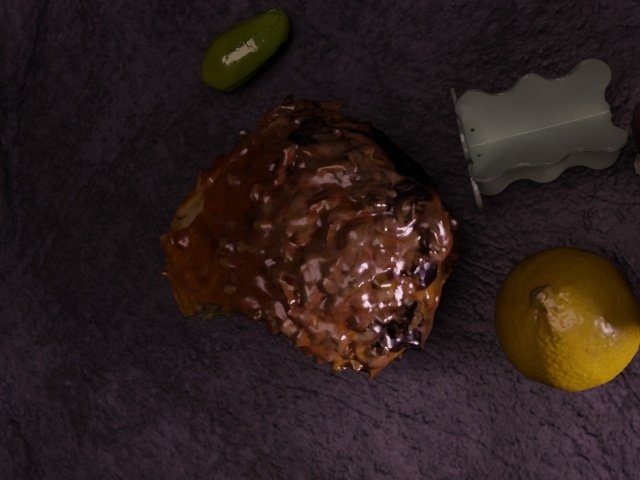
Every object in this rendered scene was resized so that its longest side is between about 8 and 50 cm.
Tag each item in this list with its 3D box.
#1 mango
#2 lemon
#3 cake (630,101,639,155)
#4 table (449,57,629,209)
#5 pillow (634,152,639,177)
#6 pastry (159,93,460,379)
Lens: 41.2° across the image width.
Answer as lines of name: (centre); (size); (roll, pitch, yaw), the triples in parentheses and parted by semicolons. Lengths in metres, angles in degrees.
mango: (-0.117, -0.294, 1.302); (0.165, 0.074, 0.091); (-40, 72, 14)
lemon: (0.301, 0.096, 1.052); (0.178, 0.203, 0.179); (-14, 63, 30)
cake: (0.494, -0.041, 0.929); (0.236, 0.230, 0.309); (-18, 101, 10)
table: (0.283, -0.143, 1.104); (0.198, 0.166, 0.167); (-13, 82, 11)
pillow: (0.521, -0.112, 1.058); (0.229, 0.051, 0.128); (-34, 76, 16)
pastry: (-0.004, -0.016, 1.135); (0.405, 0.292, 0.338); (15, 83, 32)
